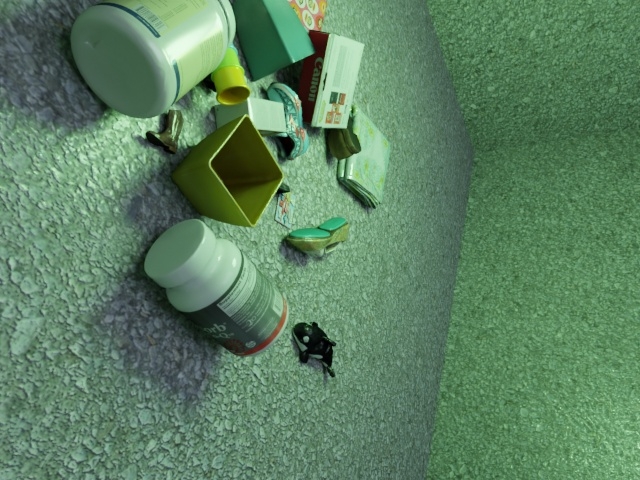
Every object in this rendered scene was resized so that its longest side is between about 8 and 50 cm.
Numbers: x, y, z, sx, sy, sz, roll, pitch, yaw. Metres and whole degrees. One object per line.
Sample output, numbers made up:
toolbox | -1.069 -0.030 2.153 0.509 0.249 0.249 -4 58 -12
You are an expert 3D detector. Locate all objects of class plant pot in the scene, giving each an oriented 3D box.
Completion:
plant pot | -0.255 -0.170 1.230 0.212 0.187 0.212 59 40 -36
plant pot | -0.160 -0.658 1.473 0.165 0.166 0.234 -49 119 -49

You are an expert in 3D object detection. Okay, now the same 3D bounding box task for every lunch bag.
lunch bag | -0.095 -0.838 1.624 0.258 0.120 0.292 39 55 -49

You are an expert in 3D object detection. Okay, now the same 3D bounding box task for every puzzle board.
puzzle board | -0.118 -0.114 1.612 0.096 0.011 0.128 33 60 -52

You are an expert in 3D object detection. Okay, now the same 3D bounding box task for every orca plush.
orca plush | 0.009 0.390 1.675 0.151 0.102 0.287 -55 132 -45

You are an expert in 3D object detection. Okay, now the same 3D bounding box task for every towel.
towel | 0.200 -0.364 2.078 0.321 0.090 0.373 35 58 -53

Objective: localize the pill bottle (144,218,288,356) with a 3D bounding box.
pill bottle | -0.253 0.124 1.183 0.363 0.210 0.210 54 44 -40

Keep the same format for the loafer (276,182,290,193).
loafer | -0.156 -0.189 1.515 0.170 0.062 0.061 13 71 -58

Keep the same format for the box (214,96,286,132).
box | -0.205 -0.358 1.385 0.171 0.130 0.090 -15 100 -57

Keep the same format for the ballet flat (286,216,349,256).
ballet flat | 0.000 0.000 1.704 0.349 0.123 0.123 -23 106 -57

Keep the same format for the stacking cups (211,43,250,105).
stacking cups | -0.275 -0.529 1.264 0.096 0.096 0.315 -1 72 -58

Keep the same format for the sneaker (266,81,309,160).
sneaker | -0.118 -0.391 1.557 0.125 0.104 0.261 -50 128 -46

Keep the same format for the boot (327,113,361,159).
boot | 0.066 -0.461 1.877 0.112 0.115 0.305 19 52 -51

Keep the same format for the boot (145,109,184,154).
boot | -0.387 -0.289 1.173 0.106 0.037 0.114 43 54 -65

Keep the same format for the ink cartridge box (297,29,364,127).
ink cartridge box | 0.014 -0.562 1.652 0.272 0.130 0.309 -22 129 -59

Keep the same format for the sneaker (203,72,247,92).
sneaker | -0.275 -0.454 1.348 0.152 0.058 0.084 15 68 -52

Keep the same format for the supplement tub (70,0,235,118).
supplement tub | -0.356 -0.449 1.052 0.235 0.236 0.324 63 39 -33
